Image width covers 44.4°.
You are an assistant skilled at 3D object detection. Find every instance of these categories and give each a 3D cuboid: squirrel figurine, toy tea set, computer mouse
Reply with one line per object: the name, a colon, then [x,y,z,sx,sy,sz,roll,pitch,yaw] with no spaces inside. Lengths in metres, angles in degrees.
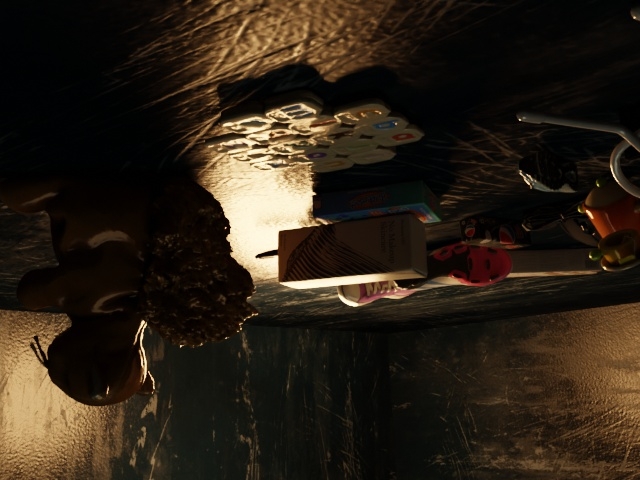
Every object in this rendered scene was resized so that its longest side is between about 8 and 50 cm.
squirrel figurine: [-0.317,0.090,1.330,0.397,0.370,0.281,-5,167,10]
toy tea set: [0.610,-0.080,1.362,0.336,0.124,0.200,-25,-164,16]
computer mouse: [0.576,-0.029,1.669,0.272,0.072,0.189,8,163,-41]

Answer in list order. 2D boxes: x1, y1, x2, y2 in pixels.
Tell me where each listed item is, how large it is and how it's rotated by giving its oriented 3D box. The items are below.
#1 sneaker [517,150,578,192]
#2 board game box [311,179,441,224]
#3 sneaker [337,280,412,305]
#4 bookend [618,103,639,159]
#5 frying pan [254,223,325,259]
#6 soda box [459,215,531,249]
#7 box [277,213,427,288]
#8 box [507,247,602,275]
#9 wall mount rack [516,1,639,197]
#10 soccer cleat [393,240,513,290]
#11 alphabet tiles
sneaker: [0.368,-0.104,1.305,0.073,0.063,0.162,-9,166,40]
board game box: [0.109,-0.061,1.480,0.210,0.047,0.160,-7,167,20]
sneaker: [0.190,0.111,2.199,0.282,0.102,0.161,-7,169,-38]
bookend: [0.527,-0.155,1.071,0.157,0.072,0.156,6,164,-33]
frying pan: [0.024,0.003,1.751,0.197,0.053,0.326,8,166,-40]
soda box: [0.389,-0.016,1.731,0.169,0.053,0.060,6,165,-35]
box: [0.059,0.024,1.494,0.275,0.113,0.094,-8,166,24]
box: [0.585,0.060,2.098,0.324,0.067,0.063,-3,168,-3]
wall mount rack: [0.427,-0.141,0.920,0.304,0.130,0.350,39,146,-3]
soccer cleat: [0.339,0.058,1.981,0.331,0.115,0.143,-8,-178,34]
alphabet tiles: [-0.009,-0.149,1.116,0.278,0.021,0.284,-9,166,29]
